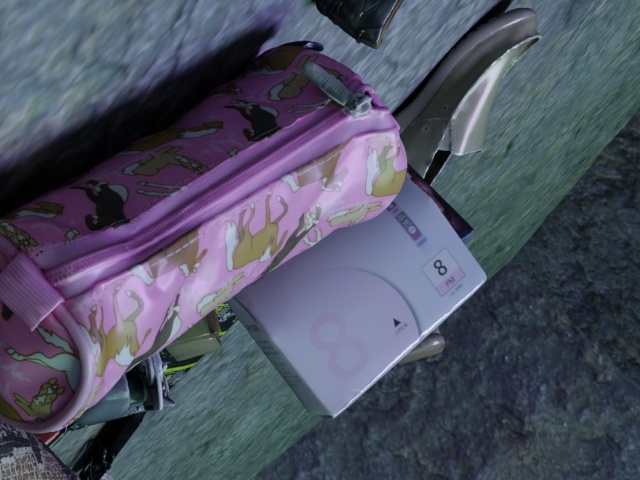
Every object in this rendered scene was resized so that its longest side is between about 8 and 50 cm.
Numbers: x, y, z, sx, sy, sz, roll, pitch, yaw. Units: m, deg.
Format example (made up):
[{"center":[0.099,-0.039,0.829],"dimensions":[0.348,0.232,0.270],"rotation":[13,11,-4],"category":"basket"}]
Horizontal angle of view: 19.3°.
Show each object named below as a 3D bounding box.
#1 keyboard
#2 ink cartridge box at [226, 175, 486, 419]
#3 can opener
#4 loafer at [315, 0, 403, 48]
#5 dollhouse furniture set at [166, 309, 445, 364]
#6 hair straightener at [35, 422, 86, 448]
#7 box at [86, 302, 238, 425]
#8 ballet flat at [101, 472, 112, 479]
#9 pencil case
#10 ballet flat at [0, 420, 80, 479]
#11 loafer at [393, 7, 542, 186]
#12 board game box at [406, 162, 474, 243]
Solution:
[{"center":[-0.252,0.236,2.202],"dimensions":[0.192,0.038,0.100],"rotation":[-53,-170,41],"category":"keyboard"},{"center":[0.000,0.000,1.542],"dimensions":[0.189,0.232,0.066],"rotation":[-40,-167,-21],"category":"ink cartridge box"},{"center":[-0.190,0.112,1.581],"dimensions":[0.095,0.076,0.283],"rotation":[-13,179,-20],"category":"can opener"},{"center":[0.076,-0.219,1.445],"dimensions":[0.170,0.061,0.062],"rotation":[-45,170,4],"category":"loafer"},{"center":[-0.028,0.018,1.622],"dimensions":[0.242,0.212,0.161],"rotation":[-16,171,-1],"category":"dollhouse furniture set"},{"center":[-0.246,0.156,1.830],"dimensions":[0.230,0.047,0.089],"rotation":[-48,171,-4],"category":"hair straightener"},{"center":[-0.162,0.110,1.957],"dimensions":[0.184,0.045,0.190],"rotation":[-48,169,10],"category":"box"},{"center":[-0.327,0.363,2.269],"dimensions":[0.241,0.077,0.091],"rotation":[-37,169,-35],"category":"ballet flat"},{"center":[-0.104,-0.010,1.323],"dimensions":[0.386,0.160,0.167],"rotation":[-34,138,-43],"category":"pencil case"},{"center":[-0.237,0.261,1.503],"dimensions":[0.164,0.182,0.483],"rotation":[-66,-176,-24],"category":"ballet flat"},{"center":[0.149,-0.137,2.025],"dimensions":[0.268,0.092,0.102],"rotation":[-47,170,16],"category":"loafer"},{"center":[0.032,-0.021,1.822],"dimensions":[0.042,0.165,0.243],"rotation":[-50,170,32],"category":"board game box"}]
